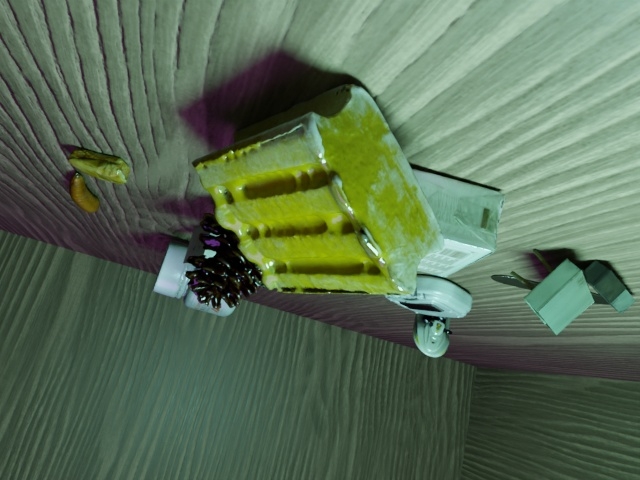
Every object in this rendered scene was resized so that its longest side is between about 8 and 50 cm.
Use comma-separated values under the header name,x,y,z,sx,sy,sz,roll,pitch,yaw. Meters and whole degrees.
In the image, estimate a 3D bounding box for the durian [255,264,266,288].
name,x,y,z,sx,sy,sz,roll,pitch,yaw
durian,-0.161,0.066,1.542,0.195,0.167,0.196,-1,-174,0

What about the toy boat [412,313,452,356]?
name,x,y,z,sx,sy,sz,roll,pitch,yaw
toy boat,0.407,0.302,1.736,0.140,0.141,0.269,12,-161,8

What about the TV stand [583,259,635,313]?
name,x,y,z,sx,sy,sz,roll,pitch,yaw
TV stand,0.661,0.112,1.108,0.256,0.049,0.040,27,-162,-42

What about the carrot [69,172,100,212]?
name,x,y,z,sx,sy,sz,roll,pitch,yaw
carrot,-0.710,-0.142,1.438,0.066,0.062,0.271,46,161,6

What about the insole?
name,x,y,z,sx,sy,sz,roll,pitch,yaw
insole,0.627,0.135,1.315,0.327,0.007,0.111,13,163,6

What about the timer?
name,x,y,z,sx,sy,sz,roll,pitch,yaw
timer,0.343,0.184,1.583,0.237,0.087,0.261,27,160,-39

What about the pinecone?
name,x,y,z,sx,sy,sz,roll,pitch,yaw
pinecone,-0.233,0.042,1.250,0.246,0.292,0.246,18,143,14

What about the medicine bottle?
name,x,y,z,sx,sy,sz,roll,pitch,yaw
medicine bottle,-0.454,0.139,1.839,0.301,0.241,0.241,19,164,-17

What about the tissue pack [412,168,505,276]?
name,x,y,z,sx,sy,sz,roll,pitch,yaw
tissue pack,0.200,-0.025,0.909,0.184,0.124,0.225,16,163,-4

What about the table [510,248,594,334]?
name,x,y,z,sx,sy,sz,roll,pitch,yaw
table,0.518,0.111,1.101,0.240,0.121,0.111,34,-166,-50

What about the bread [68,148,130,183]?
name,x,y,z,sx,sy,sz,roll,pitch,yaw
bread,-0.523,-0.175,1.155,0.132,0.054,0.074,16,164,-1

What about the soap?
name,x,y,z,sx,sy,sz,roll,pitch,yaw
soap,-0.017,-0.056,0.768,0.335,0.156,0.294,-6,121,52

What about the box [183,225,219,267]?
name,x,y,z,sx,sy,sz,roll,pitch,yaw
box,-0.373,0.019,1.560,0.051,0.129,0.130,26,161,-36
